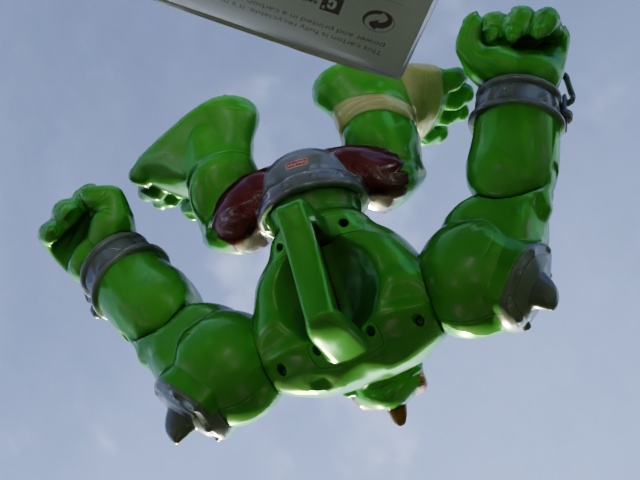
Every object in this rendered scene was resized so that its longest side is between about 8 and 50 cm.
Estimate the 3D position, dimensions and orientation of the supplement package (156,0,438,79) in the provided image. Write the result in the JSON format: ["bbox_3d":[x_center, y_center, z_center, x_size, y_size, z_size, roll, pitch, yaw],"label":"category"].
[{"bbox_3d":[-0.028,-0.214,0.548,0.204,0.262,0.145,18,-36,-5],"label":"supplement package"}]

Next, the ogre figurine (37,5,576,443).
[{"bbox_3d":[0.000,0.000,0.638,0.197,0.118,0.097,-10,-35,-5],"label":"ogre figurine"}]
